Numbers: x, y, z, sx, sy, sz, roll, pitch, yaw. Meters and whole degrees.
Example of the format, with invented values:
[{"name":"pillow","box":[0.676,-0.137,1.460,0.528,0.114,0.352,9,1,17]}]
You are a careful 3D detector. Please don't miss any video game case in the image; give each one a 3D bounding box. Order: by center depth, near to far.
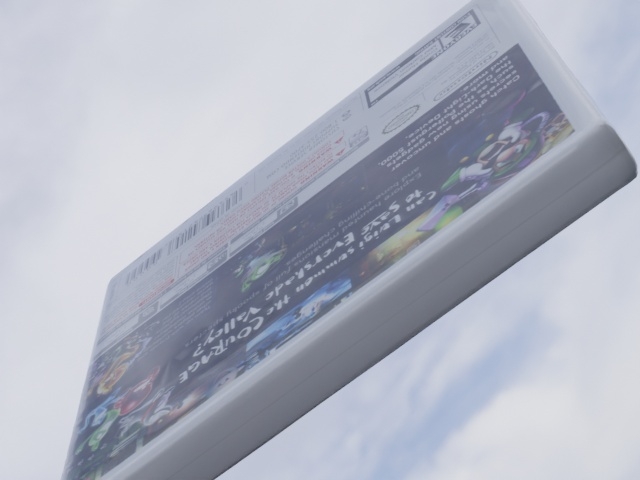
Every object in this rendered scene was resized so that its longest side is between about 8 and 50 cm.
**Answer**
[{"name":"video game case","box":[0.000,0.000,0.462,0.190,0.022,0.173,-36,19,12]}]
